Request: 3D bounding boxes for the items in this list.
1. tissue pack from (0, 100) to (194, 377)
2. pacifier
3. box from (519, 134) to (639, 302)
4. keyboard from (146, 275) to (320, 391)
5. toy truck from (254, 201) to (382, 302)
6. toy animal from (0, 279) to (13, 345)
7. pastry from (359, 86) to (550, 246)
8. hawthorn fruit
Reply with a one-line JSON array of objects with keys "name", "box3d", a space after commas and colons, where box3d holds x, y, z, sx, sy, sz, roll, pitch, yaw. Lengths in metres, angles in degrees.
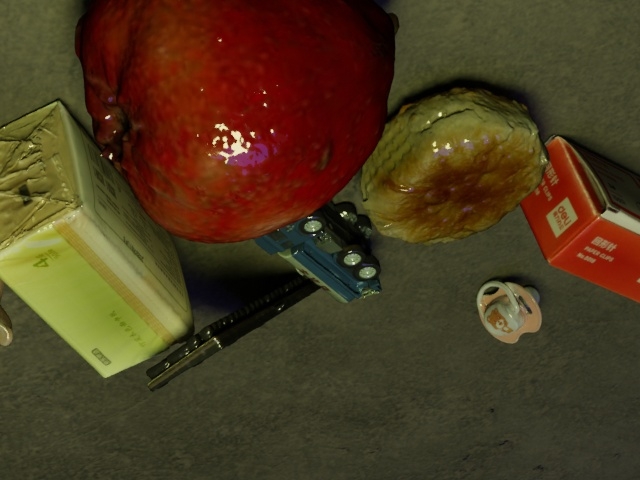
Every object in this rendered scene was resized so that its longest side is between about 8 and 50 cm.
[{"name": "tissue pack", "box3d": [-0.235, 0.002, 1.494, 0.125, 0.159, 0.234, -27, 139, 7]}, {"name": "pacifier", "box3d": [0.235, 0.077, 1.845, 0.078, 0.081, 0.099, -31, 178, -37]}, {"name": "box", "box3d": [0.316, -0.024, 1.700, 0.182, 0.133, 0.099, 22, 123, -36]}, {"name": "keyboard", "box3d": [-0.083, 0.089, 1.609, 0.106, 0.027, 0.317, -33, 177, 19]}, {"name": "toy truck", "box3d": [0.000, 0.000, 1.659, 0.088, 0.074, 0.201, -26, 141, 22]}, {"name": "toy animal", "box3d": [-0.412, 0.011, 1.446, 0.250, 0.166, 0.154, 22, 144, -33]}, {"name": "pastry", "box3d": [0.140, -0.079, 1.601, 0.182, 0.093, 0.192, 13, 134, -34]}, {"name": "hawthorn fruit", "box3d": [-0.053, -0.139, 1.352, 0.307, 0.265, 0.265, -21, 145, -32]}]
